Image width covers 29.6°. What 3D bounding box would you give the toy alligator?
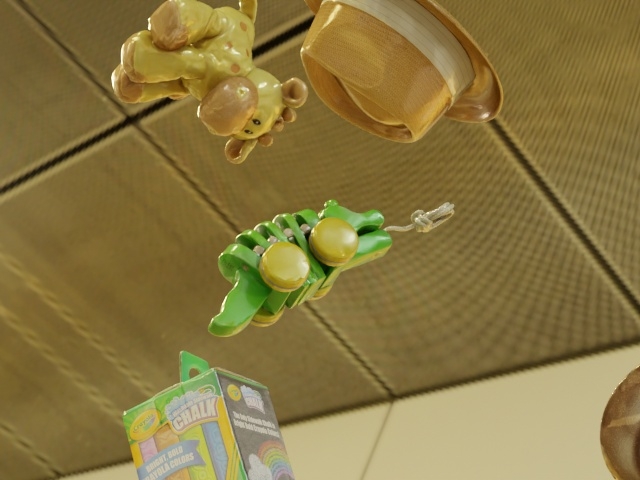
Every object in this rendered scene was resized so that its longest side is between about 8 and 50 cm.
[{"bbox_3d":[0.000,0.000,0.736,0.051,0.190,0.056,54,-33,14],"label":"toy alligator"}]

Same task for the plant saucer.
[{"bbox_3d":[0.381,0.197,1.209,0.199,0.036,0.198,0,-68,0],"label":"plant saucer"}]

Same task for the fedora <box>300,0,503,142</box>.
[{"bbox_3d":[0.046,-0.135,0.946,0.194,0.079,0.194,33,-14,9],"label":"fedora"}]

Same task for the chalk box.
[{"bbox_3d":[-0.127,0.231,1.366,0.132,0.213,0.132,-28,-27,16],"label":"chalk box"}]

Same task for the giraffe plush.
[{"bbox_3d":[-0.118,-0.187,1.452,0.170,0.210,0.181,57,-34,11],"label":"giraffe plush"}]
